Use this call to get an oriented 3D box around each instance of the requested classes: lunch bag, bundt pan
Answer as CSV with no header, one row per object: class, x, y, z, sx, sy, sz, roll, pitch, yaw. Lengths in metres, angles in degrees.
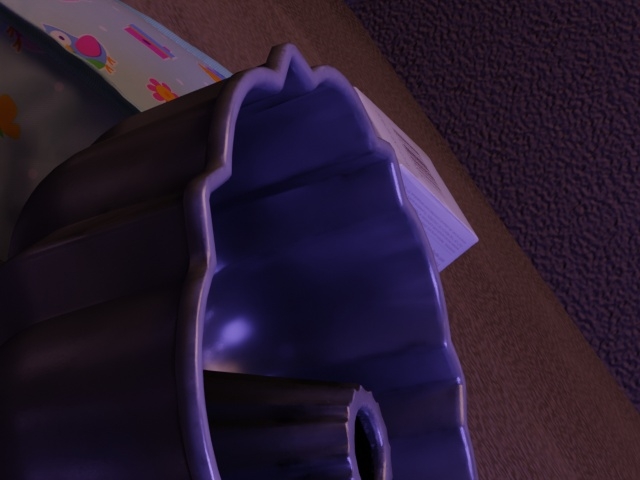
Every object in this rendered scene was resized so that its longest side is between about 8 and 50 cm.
lunch bag,-0.168,-0.084,0.911,0.262,0.160,0.223,40,13,10
bundt pan,-0.035,0.093,0.691,0.331,0.124,0.331,-10,90,-70

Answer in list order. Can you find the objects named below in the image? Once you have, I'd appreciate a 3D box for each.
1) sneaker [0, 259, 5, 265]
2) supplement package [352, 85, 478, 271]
sneaker,-0.186,0.016,0.726,0.234,0.078,0.106,51,8,-11
supplement package,0.000,0.000,1.198,0.105,0.179,0.105,40,15,-40
